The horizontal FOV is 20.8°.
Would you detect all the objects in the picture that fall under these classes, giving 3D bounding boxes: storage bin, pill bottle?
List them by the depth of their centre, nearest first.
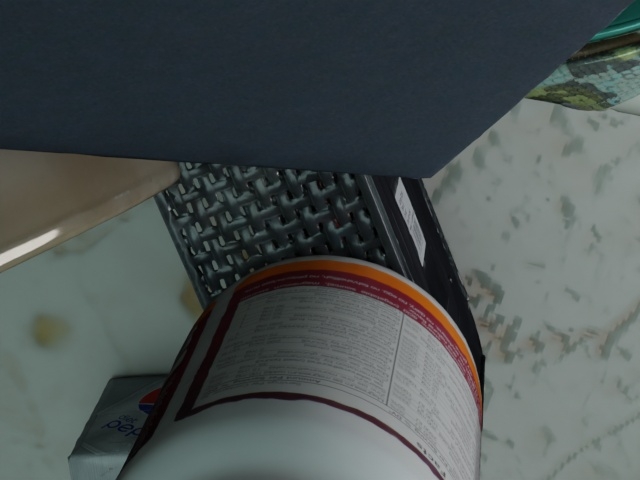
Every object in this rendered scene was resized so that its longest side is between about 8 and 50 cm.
[{"bbox_3d":[-0.008,0.093,0.579,0.121,0.221,0.121,2,109,6],"label":"pill bottle"},{"bbox_3d":[0.000,0.000,0.730,0.084,0.122,0.180,-20,105,12],"label":"storage bin"}]

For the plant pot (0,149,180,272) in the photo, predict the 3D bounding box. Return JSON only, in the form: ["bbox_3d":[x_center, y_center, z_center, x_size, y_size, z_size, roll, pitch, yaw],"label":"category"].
[{"bbox_3d":[-0.250,-0.082,0.579,0.323,0.323,0.280,-23,95,13],"label":"plant pot"}]

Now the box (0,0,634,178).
[{"bbox_3d":[-0.076,-0.240,0.459,0.294,0.395,0.212,4,154,-28],"label":"box"}]

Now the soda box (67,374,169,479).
[{"bbox_3d":[-0.044,0.207,0.820,0.098,0.091,0.286,-5,108,7],"label":"soda box"}]

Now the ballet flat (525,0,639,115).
[{"bbox_3d":[0.165,-0.096,0.715,0.221,0.077,0.079,-25,123,13],"label":"ballet flat"}]
